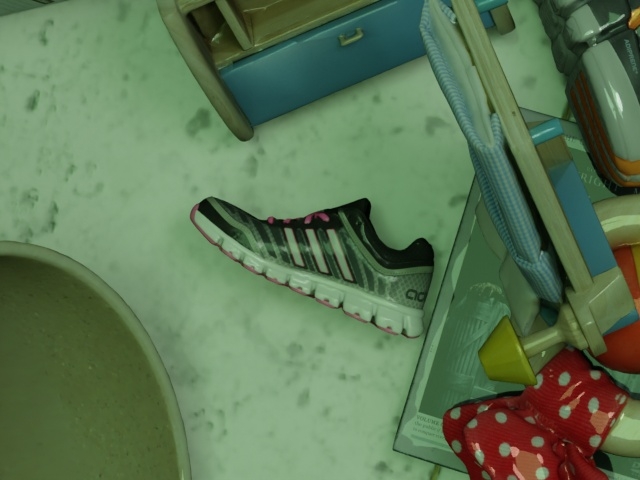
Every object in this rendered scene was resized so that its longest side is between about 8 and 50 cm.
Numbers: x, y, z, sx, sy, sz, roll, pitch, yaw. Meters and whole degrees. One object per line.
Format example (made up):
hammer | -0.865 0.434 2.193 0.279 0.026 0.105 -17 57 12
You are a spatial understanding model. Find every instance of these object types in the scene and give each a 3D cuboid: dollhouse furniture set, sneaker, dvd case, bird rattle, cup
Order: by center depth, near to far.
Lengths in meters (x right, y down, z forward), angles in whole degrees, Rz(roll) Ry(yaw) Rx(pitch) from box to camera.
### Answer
dollhouse furniture set | 0.025 -0.082 1.143 0.198 0.286 0.303 -23 52 7
bird rattle | 0.196 0.076 1.223 0.254 0.143 0.207 -12 74 20
cup | -0.274 0.171 1.226 0.237 0.331 0.331 -4 87 35
sneaker | 0.216 -0.203 1.252 0.180 0.124 0.321 -18 85 -3
dvd case | 0.166 0.048 1.281 0.179 0.029 0.238 17 91 9
sneaker | 0.000 0.000 1.294 0.170 0.063 0.074 24 90 6

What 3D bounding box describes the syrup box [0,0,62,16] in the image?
syrup box | -0.164 -0.213 1.310 0.237 0.096 0.093 -12 87 8
